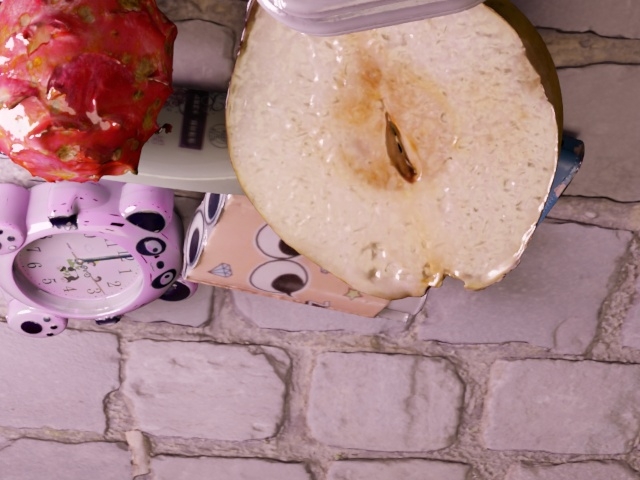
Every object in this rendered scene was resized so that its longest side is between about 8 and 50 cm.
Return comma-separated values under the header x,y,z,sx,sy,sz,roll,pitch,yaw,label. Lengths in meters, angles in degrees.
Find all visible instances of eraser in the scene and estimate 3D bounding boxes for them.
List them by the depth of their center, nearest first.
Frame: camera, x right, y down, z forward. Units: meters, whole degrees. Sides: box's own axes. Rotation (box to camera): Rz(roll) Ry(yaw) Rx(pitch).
x,y,z,sx,sy,sz,roll,pitch,yaw,label
0.000,0.000,2.038,0.290,0.087,0.171,12,132,-20,eraser

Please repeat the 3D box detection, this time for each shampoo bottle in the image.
x,y,z,sx,sy,sz,roll,pitch,yaw,label
-0.201,-0.116,1.887,0.359,0.134,0.078,8,138,-7,shampoo bottle

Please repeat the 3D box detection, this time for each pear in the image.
x,y,z,sx,sy,sz,roll,pitch,yaw,label
0.084,-0.145,1.784,0.340,0.191,0.386,-9,112,18,pear

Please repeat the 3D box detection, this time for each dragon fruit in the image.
x,y,z,sx,sy,sz,roll,pitch,yaw,label
-0.242,-0.189,1.750,0.205,0.210,0.268,23,91,-38,dragon fruit

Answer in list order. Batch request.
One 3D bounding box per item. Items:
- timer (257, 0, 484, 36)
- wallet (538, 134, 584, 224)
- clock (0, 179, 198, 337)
x,y,z,sx,sy,sz,roll,pitch,yaw,label
0.047,-0.315,1.577,0.262,0.237,0.087,-10,176,12,timer
0.180,-0.088,1.970,0.202,0.059,0.141,15,131,-18,wallet
-0.282,0.013,2.081,0.248,0.090,0.227,-7,139,8,clock
